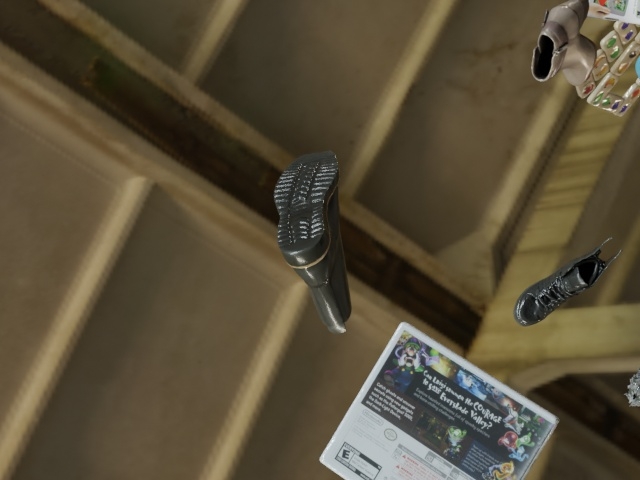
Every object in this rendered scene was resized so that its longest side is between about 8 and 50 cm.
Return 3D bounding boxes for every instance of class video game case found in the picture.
[{"bbox_3d":[0.119,0.205,1.253,0.173,0.190,0.022,-59,-21,4],"label":"video game case"}]

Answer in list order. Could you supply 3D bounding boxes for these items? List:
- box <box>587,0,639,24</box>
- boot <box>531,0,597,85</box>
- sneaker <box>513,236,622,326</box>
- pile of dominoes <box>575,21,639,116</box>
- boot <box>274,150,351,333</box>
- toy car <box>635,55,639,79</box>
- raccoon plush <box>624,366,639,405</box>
[{"bbox_3d":[0.331,-0.316,1.202,0.036,0.114,0.207,-25,-55,-50],"label":"box"},{"bbox_3d":[0.238,-0.184,1.215,0.087,0.042,0.118,-47,-37,-34],"label":"boot"},{"bbox_3d":[0.361,0.062,1.794,0.170,0.089,0.051,-36,-92,-16],"label":"sneaker"},{"bbox_3d":[0.496,-0.291,1.836,0.196,0.251,0.040,7,-144,-49],"label":"pile of dominoes"},{"bbox_3d":[0.000,0.000,1.431,0.198,0.077,0.137,-78,-28,-48],"label":"boot"},{"bbox_3d":[0.445,-0.313,1.378,0.219,0.210,0.238,-47,-63,-13],"label":"toy car"},{"bbox_3d":[0.720,0.215,1.988,0.299,0.446,0.216,36,-137,-5],"label":"raccoon plush"}]
